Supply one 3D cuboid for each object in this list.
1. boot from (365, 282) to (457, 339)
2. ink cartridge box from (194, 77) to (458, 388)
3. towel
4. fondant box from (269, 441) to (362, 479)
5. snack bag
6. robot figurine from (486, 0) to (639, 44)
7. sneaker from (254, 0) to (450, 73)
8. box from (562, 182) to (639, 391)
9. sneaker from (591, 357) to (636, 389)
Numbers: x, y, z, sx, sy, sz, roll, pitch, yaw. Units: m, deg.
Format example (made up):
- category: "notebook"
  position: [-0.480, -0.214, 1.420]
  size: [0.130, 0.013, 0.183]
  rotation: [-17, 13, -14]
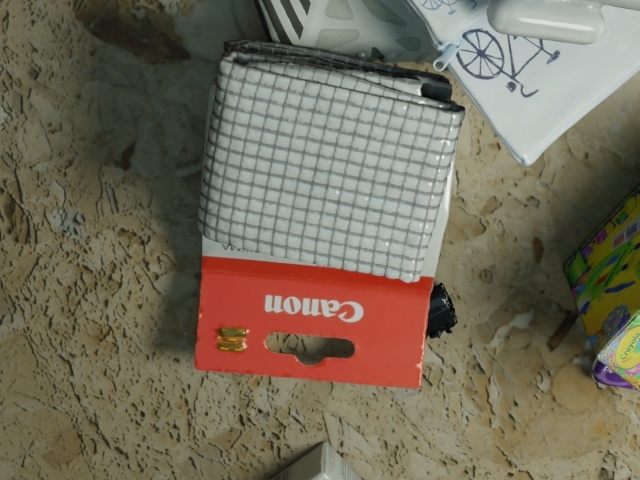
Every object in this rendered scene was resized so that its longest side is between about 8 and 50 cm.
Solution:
- category: "boot"
  position: [0.121, 0.083, 1.844]
  size: [0.099, 0.045, 0.121]
  rotation: [-21, 112, 8]
- category: "ink cartridge box"
  position: [0.000, 0.000, 1.756]
  size: [0.308, 0.091, 0.385]
  rotation: [5, 99, -1]
- category: "towel"
  position: [0.009, -0.099, 1.622]
  size: [0.284, 0.121, 0.235]
  rotation: [10, 113, -1]
- category: "fondant box"
  position: [0.018, 0.481, 1.973]
  size: [0.238, 0.096, 0.330]
  rotation: [-37, 105, 14]
- category: "snack bag"
  position: [0.228, -0.287, 1.559]
  size: [0.323, 0.037, 0.342]
  rotation: [-37, 94, -31]
- category: "robot figurine"
  position: [0.261, -0.354, 1.438]
  size: [0.354, 0.200, 0.299]
  rotation: [9, 101, -9]
- category: "sneaker"
  position: [0.107, -0.262, 1.680]
  size: [0.447, 0.169, 0.257]
  rotation: [31, 128, -17]
- category: "box"
  position: [0.471, 0.032, 1.691]
  size: [0.177, 0.279, 0.290]
  rotation: [38, 108, -12]
- category: "sneaker"
  position: [0.449, 0.177, 1.858]
  size: [0.170, 0.071, 0.068]
  rotation: [3, 111, 1]
